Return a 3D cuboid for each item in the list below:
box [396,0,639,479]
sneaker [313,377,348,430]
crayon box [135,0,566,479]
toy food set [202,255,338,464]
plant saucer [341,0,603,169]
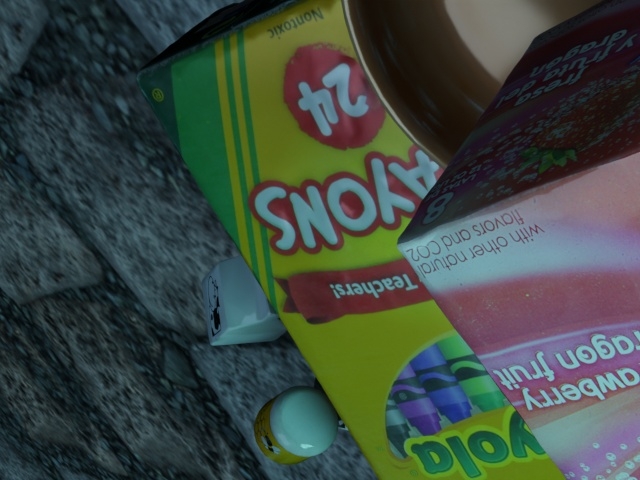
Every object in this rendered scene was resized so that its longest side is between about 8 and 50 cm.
[{"bbox_3d":[0.195,-0.023,0.434,0.300,0.142,0.154,-22,112,40],"label":"box"},{"bbox_3d":[0.116,0.096,0.885,0.234,0.078,0.106,-3,153,38],"label":"sneaker"},{"bbox_3d":[0.079,0.011,0.716,0.202,0.081,0.318,-19,110,39],"label":"crayon box"},{"bbox_3d":[0.000,0.000,0.840,0.104,0.111,0.232,137,128,-63],"label":"toy food set"},{"bbox_3d":[0.107,-0.104,0.561,0.200,0.037,0.199,5,115,10],"label":"plant saucer"}]
